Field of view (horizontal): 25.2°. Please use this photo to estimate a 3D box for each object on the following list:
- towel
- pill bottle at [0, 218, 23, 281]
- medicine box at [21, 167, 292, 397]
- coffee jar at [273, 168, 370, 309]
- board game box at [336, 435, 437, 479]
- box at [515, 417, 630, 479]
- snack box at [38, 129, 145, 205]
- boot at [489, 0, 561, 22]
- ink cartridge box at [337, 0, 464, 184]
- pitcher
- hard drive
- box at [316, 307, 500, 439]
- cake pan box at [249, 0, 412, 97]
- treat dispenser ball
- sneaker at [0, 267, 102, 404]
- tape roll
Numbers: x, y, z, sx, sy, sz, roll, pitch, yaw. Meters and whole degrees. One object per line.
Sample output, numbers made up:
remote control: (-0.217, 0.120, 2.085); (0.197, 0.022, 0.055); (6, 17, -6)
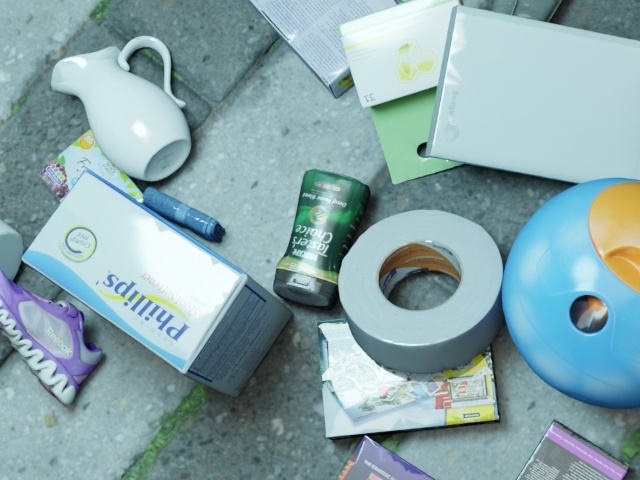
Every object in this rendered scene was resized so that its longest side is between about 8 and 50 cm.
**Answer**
towel: (-0.194, -0.035, 2.022); (0.119, 0.067, 0.029); (27, 81, 14)
pill bottle: (-0.610, -0.040, 2.025); (0.361, 0.204, 0.204); (34, 85, 16)
medicine box: (-0.205, 0.063, 1.885); (0.263, 0.289, 0.149); (33, 85, 15)
coffee jar: (0.000, 0.000, 1.974); (0.096, 0.079, 0.184); (14, 80, 13)
board game box: (0.094, 0.362, 1.890); (0.170, 0.048, 0.141); (31, 85, 15)
box: (0.311, 0.331, 1.869); (0.116, 0.029, 0.162); (33, 83, 16)
snack box: (-0.326, -0.075, 2.070); (0.100, 0.037, 0.141); (-40, 74, -2)
boot: (0.253, -0.345, 2.013); (0.190, 0.076, 0.208); (18, 86, 5)
ink cartridge box: (0.139, -0.208, 1.963); (0.171, 0.056, 0.235); (-16, 94, 13)
pitcher: (-0.257, -0.196, 2.053); (0.178, 0.125, 0.207); (-33, 66, -20)
hard drive: (0.309, -0.185, 1.913); (0.308, 0.040, 0.203); (10, 92, -8)
box: (0.117, 0.177, 1.930); (0.233, 0.044, 0.159); (-7, 75, 8)
cake pan box: (0.027, -0.379, 2.064); (0.246, 0.070, 0.267); (-41, 74, -3)
treat dispenser ball: (0.370, 0.066, 1.786); (0.288, 0.288, 0.288); (-2, 77, 9)
sneaker: (-0.384, 0.111, 1.973); (0.104, 0.095, 0.236); (-40, 117, -14)
tape roll: (0.136, 0.065, 1.898); (0.219, 0.072, 0.219); (-6, 53, 8)
